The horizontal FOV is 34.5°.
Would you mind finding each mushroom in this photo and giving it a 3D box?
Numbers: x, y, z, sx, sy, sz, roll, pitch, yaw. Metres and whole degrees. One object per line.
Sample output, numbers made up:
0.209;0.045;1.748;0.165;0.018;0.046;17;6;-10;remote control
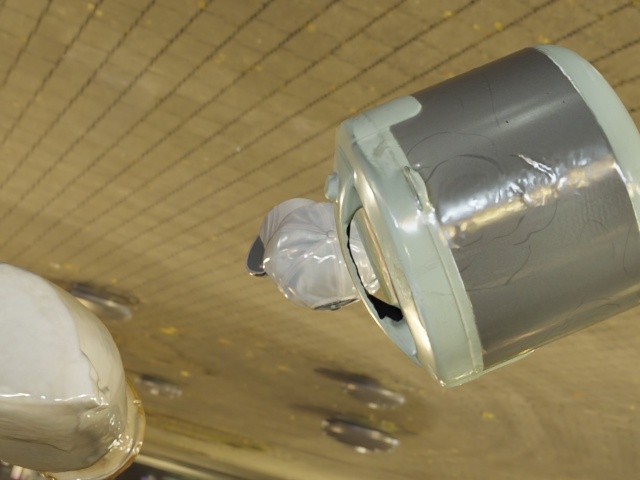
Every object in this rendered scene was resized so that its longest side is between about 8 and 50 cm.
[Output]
-0.225;0.117;0.838;0.154;0.138;0.407;-11;162;0;mushroom

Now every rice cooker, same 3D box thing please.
0.155;-0.020;0.976;0.277;0.288;0.288;-24;160;-1;rice cooker

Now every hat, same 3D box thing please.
-0.002;-0.001;1.744;0.231;0.161;0.275;0;-152;-15;hat
